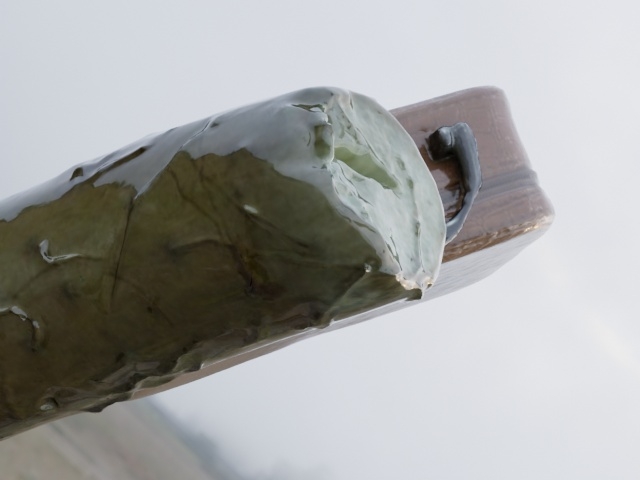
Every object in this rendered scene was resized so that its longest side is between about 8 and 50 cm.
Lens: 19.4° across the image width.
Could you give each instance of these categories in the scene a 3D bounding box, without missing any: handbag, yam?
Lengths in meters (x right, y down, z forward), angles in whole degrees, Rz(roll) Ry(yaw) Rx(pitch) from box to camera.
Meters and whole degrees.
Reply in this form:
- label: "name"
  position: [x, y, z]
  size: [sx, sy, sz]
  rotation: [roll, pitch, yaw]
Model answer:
- label: "handbag"
  position: [0.000, 0.000, 0.800]
  size: [0.072, 0.193, 0.151]
  rotation: [70, -23, 10]
- label: "yam"
  position: [-0.102, 0.027, 0.536]
  size: [0.317, 0.067, 0.071]
  rotation: [-20, -36, 35]
